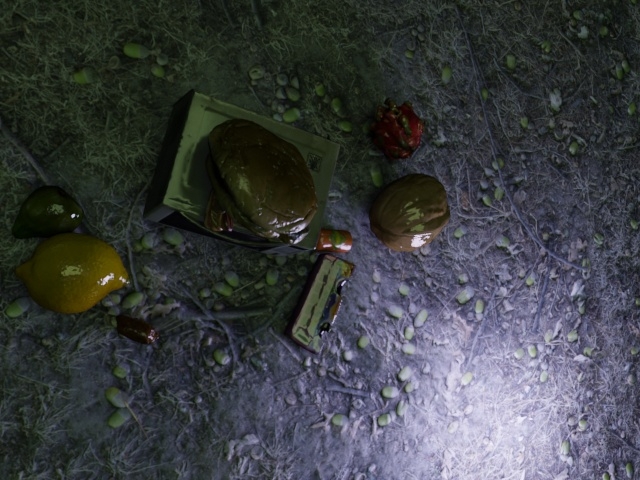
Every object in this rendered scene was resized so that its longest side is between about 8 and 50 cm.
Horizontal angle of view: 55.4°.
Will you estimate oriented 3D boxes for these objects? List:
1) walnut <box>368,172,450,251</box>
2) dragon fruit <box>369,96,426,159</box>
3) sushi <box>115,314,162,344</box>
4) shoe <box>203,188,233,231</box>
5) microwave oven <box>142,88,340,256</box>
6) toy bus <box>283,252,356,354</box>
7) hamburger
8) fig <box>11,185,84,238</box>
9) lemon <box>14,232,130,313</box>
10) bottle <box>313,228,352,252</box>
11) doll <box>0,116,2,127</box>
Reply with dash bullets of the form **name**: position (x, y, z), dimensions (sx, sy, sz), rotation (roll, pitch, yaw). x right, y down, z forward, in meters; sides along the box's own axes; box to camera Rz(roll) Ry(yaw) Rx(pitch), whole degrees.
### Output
- **walnut**: position (0.263, -0.082, 1.780), dimensions (0.261, 0.225, 0.225), rotation (-26, 102, -36)
- **dragon fruit**: position (0.225, -0.331, 1.777), dimensions (0.160, 0.172, 0.166), rotation (-7, 65, -3)
- **sushi**: position (-0.451, 0.218, 1.512), dimensions (0.118, 0.061, 0.060), rotation (38, 42, -23)
- **shoe**: position (-0.212, -0.072, 1.350), dimensions (0.069, 0.072, 0.109), rotation (19, 72, 14)
- **microwave oven**: position (-0.202, -0.150, 1.529), dimensions (0.394, 0.247, 0.333), rotation (17, 81, -25)
- **toy bus**: position (-0.001, 0.175, 1.715), dimensions (0.112, 0.090, 0.274), rotation (27, 79, -17)
- **hamburger**: position (-0.118, -0.133, 1.303), dimensions (0.285, 0.265, 0.134), rotation (17, 127, -41)
- **fig**: position (-0.631, -0.051, 1.391), dimensions (0.156, 0.123, 0.123), rotation (-42, 108, -10)
- **lemon**: position (-0.561, 0.073, 1.388), dimensions (0.244, 0.187, 0.186), rotation (2, 89, -28)
- **bottle**: position (0.000, 0.000, 1.710), dimensions (0.187, 0.069, 0.069), rotation (1, 89, -35)
- **doll**: position (-0.837, -0.290, 1.272), dimensions (0.258, 0.154, 0.228), rotation (59, 35, -22)
